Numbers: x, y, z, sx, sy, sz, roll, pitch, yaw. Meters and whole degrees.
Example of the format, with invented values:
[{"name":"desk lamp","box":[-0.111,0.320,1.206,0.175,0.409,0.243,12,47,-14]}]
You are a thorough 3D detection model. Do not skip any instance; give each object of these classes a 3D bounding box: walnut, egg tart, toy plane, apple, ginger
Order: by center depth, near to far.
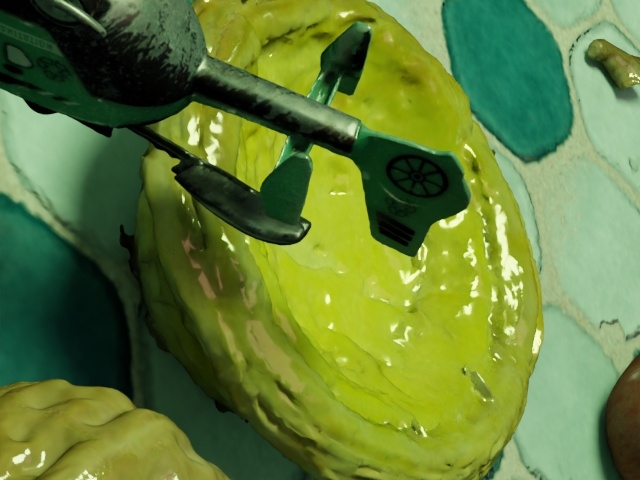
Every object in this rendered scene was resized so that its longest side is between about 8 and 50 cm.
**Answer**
[{"name":"walnut","box":[-0.137,0.169,0.690,0.213,0.213,0.213,20,60,-40]},{"name":"toy plane","box":[-0.100,-0.098,0.733,0.382,0.155,0.106,22,58,0]},{"name":"egg tart","box":[0.000,0.000,0.938,0.345,0.132,0.345,20,60,-39]},{"name":"apple","box":[0.298,0.151,1.203,0.153,0.120,0.153,28,50,-38]},{"name":"ginger","box":[0.279,-0.155,1.375,0.097,0.030,0.048,14,37,-45]}]
